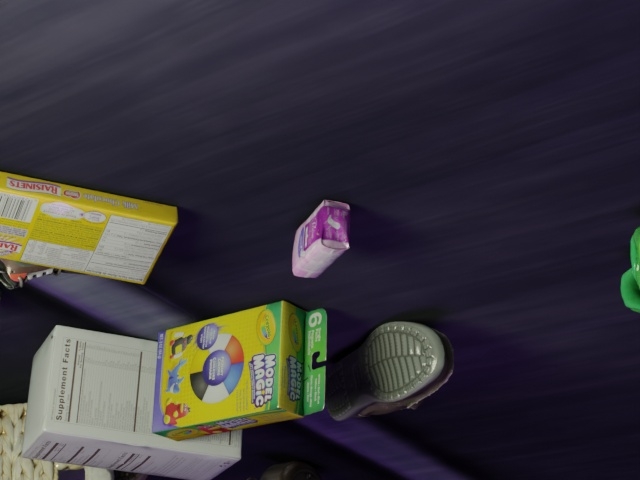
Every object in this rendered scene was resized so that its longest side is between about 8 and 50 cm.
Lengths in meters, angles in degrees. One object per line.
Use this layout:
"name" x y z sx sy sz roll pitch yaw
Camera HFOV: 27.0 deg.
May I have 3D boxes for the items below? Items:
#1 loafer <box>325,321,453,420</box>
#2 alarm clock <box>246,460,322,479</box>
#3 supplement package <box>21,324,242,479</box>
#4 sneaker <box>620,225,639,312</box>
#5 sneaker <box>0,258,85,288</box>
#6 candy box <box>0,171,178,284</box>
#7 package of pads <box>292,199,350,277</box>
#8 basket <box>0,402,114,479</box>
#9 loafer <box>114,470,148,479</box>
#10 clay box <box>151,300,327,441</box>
"loafer" 0.092 0.155 1.596 0.087 0.094 0.251 1 164 -28
"alarm clock" -0.053 0.411 2.115 0.064 0.129 0.192 -18 150 38
"supplement package" -0.230 0.204 1.646 0.244 0.139 0.134 12 153 -20
"sneaker" 0.352 0.017 1.220 0.123 0.109 0.295 -1 157 -5
"sneaker" -0.292 0.023 1.328 0.158 0.065 0.061 13 153 -23
"candy box" -0.248 -0.013 1.264 0.206 0.027 0.105 12 141 -22
"package of pads" 0.000 0.000 1.275 0.032 0.050 0.083 10 155 -19
"basket" -0.415 0.431 1.812 0.266 0.328 0.331 -1 137 -12
"loafer" -0.388 0.371 2.082 0.268 0.102 0.092 -4 150 12
"clay box" -0.093 0.148 1.523 0.222 0.127 0.053 -17 151 35
